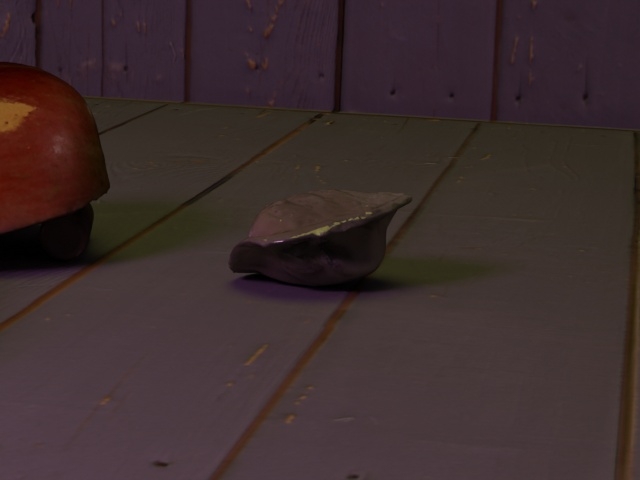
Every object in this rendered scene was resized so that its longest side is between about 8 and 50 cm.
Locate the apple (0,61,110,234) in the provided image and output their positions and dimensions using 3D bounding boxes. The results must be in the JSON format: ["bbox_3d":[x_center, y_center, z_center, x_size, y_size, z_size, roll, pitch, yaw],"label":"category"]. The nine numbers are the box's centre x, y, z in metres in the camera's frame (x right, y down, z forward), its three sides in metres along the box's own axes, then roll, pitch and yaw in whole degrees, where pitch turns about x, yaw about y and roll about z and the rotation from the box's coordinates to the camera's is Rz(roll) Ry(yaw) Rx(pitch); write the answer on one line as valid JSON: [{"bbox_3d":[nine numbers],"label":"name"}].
[{"bbox_3d":[-0.366,-0.099,1.832,0.251,0.163,0.293,-18,11,-18],"label":"apple"}]

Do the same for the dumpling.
[{"bbox_3d":[-0.001,-0.001,1.724,0.176,0.092,0.150,3,9,9],"label":"dumpling"}]

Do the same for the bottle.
[{"bbox_3d":[-0.270,-0.016,1.854,0.053,0.053,0.140,1,11,-5],"label":"bottle"}]
